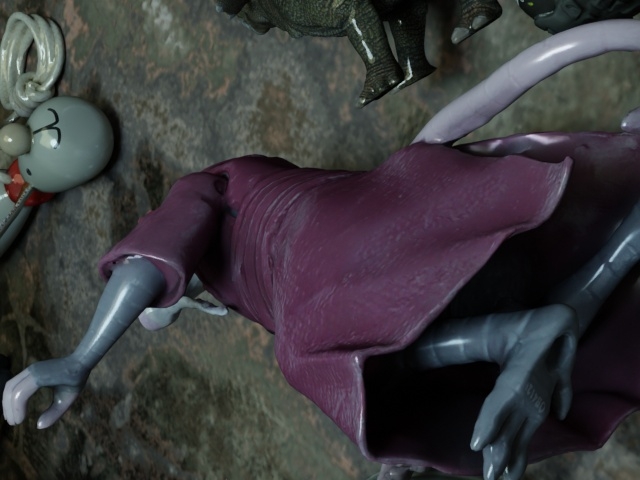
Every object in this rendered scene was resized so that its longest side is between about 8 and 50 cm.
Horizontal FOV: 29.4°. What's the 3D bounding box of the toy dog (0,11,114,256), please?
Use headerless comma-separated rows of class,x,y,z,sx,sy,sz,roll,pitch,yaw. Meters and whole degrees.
toy dog,-0.329,-0.034,1.058,0.333,0.161,0.220,-54,55,32

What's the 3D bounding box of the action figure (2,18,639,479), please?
action figure,0.000,0.000,0.653,0.370,0.248,0.275,15,92,50

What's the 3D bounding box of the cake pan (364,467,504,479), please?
cake pan,0.068,0.279,0.722,0.293,0.054,0.293,2,93,47

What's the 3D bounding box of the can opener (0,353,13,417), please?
can opener,-0.332,0.189,1.142,0.186,0.073,0.059,-56,45,20

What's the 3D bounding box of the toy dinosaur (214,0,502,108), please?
toy dinosaur,0.042,-0.177,0.665,0.313,0.121,0.160,-34,90,36

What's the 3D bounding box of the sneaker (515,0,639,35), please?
sneaker,0.133,-0.264,0.566,0.146,0.134,0.343,9,91,30
